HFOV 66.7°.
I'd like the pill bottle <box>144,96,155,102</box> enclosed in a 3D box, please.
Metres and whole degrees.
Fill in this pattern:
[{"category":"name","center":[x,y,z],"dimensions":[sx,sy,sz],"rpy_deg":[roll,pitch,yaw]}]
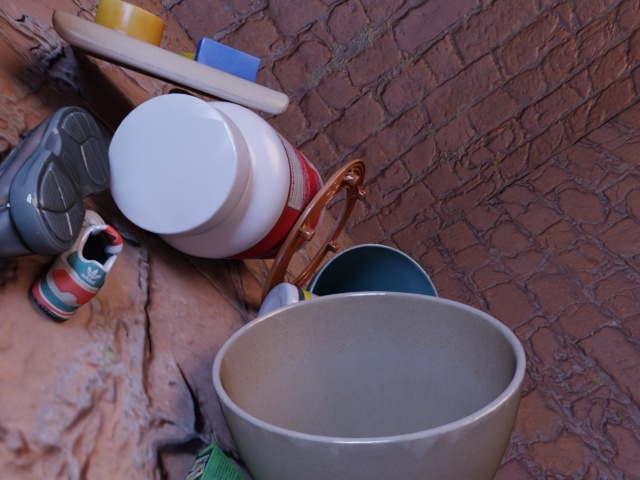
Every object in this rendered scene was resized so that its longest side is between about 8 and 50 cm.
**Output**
[{"category":"pill bottle","center":[-0.327,-0.251,1.000],"dimensions":[0.083,0.043,0.043],"rpy_deg":[55,9,2]}]

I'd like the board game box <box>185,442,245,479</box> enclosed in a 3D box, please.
[{"category":"board game box","center":[-0.082,0.286,0.371],"dimensions":[0.136,0.030,0.259],"rpy_deg":[52,9,-7]}]

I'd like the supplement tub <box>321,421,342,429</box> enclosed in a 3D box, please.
[{"category":"supplement tub","center":[-0.002,0.264,0.744],"dimensions":[0.071,0.071,0.107],"rpy_deg":[51,11,-29]}]

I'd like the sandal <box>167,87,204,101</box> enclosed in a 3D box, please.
[{"category":"sandal","center":[-0.217,-0.174,1.066],"dimensions":[0.169,0.102,0.416],"rpy_deg":[27,-11,17]}]

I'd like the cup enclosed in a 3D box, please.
[{"category":"cup","center":[0.057,0.226,0.566],"dimensions":[0.331,0.331,0.236],"rpy_deg":[-91,176,-75]}]

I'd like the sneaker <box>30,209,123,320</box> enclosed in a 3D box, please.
[{"category":"sneaker","center":[-0.223,0.007,0.484],"dimensions":[0.057,0.075,0.161],"rpy_deg":[51,10,-30]}]

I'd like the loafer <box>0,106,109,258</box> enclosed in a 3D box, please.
[{"category":"loafer","center":[-0.274,-0.065,0.475],"dimensions":[0.267,0.084,0.096],"rpy_deg":[-116,-168,-60]}]

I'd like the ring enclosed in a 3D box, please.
[{"category":"ring","center":[0.000,0.000,0.922],"dimensions":[0.032,0.336,0.336],"rpy_deg":[32,4,12]}]

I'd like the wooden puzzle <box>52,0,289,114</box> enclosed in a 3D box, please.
[{"category":"wooden puzzle","center":[-0.238,-0.298,0.796],"dimensions":[0.322,0.080,0.348],"rpy_deg":[14,12,-25]}]

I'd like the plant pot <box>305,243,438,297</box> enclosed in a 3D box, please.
[{"category":"plant pot","center":[0.077,0.169,1.009],"dimensions":[0.290,0.290,0.195],"rpy_deg":[55,-24,-1]}]

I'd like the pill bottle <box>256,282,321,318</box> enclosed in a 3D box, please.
[{"category":"pill bottle","center":[0.006,0.159,0.805],"dimensions":[0.209,0.119,0.119],"rpy_deg":[26,21,-23]}]

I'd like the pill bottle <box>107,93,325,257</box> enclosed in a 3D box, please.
[{"category":"pill bottle","center":[-0.139,-0.083,0.781],"dimensions":[0.229,0.229,0.408],"rpy_deg":[57,9,9]}]
